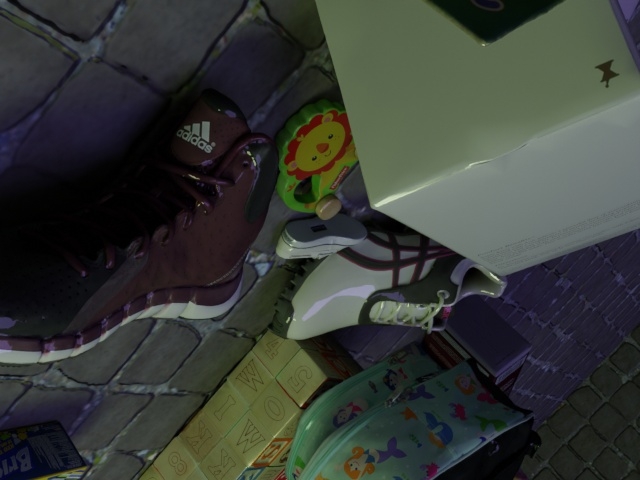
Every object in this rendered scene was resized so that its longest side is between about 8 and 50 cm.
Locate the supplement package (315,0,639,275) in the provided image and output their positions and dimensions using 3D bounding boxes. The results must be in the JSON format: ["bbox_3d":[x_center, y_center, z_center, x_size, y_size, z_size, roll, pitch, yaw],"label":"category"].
[{"bbox_3d":[0.149,-0.101,0.634,0.177,0.175,0.293,-22,160,21],"label":"supplement package"}]

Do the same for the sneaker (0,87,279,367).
[{"bbox_3d":[-0.121,-0.026,0.530,0.162,0.106,0.281,-60,160,18],"label":"sneaker"}]

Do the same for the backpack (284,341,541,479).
[{"bbox_3d":[0.070,0.240,0.850,0.253,0.191,0.225,-30,146,-40],"label":"backpack"}]

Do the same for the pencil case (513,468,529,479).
[{"bbox_3d":[0.165,0.290,1.158,0.124,0.273,0.113,-32,158,-25],"label":"pencil case"}]

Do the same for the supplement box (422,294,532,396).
[{"bbox_3d":[0.214,0.186,1.231,0.073,0.130,0.239,-32,151,-23],"label":"supplement box"}]

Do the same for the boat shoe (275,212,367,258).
[{"bbox_3d":[0.000,0.000,0.785,0.100,0.035,0.035,-11,147,-44],"label":"boat shoe"}]

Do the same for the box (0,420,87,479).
[{"bbox_3d":[-0.272,0.191,0.658,0.169,0.054,0.059,4,126,-55],"label":"box"}]

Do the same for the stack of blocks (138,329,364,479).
[{"bbox_3d":[-0.076,0.235,0.949,0.297,0.087,0.171,-50,153,10],"label":"stack of blocks"}]

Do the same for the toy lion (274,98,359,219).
[{"bbox_3d":[-0.004,-0.067,0.693,0.096,0.034,0.100,6,125,-48],"label":"toy lion"}]

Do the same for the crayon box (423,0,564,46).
[{"bbox_3d":[0.136,-0.245,0.441,0.323,0.203,0.083,-32,150,-23],"label":"crayon box"}]

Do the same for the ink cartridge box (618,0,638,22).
[{"bbox_3d":[0.295,-0.275,0.784,0.235,0.056,0.171,-21,145,-34],"label":"ink cartridge box"}]

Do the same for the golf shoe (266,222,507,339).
[{"bbox_3d":[0.075,0.043,0.857,0.273,0.120,0.105,-24,149,-31],"label":"golf shoe"}]
